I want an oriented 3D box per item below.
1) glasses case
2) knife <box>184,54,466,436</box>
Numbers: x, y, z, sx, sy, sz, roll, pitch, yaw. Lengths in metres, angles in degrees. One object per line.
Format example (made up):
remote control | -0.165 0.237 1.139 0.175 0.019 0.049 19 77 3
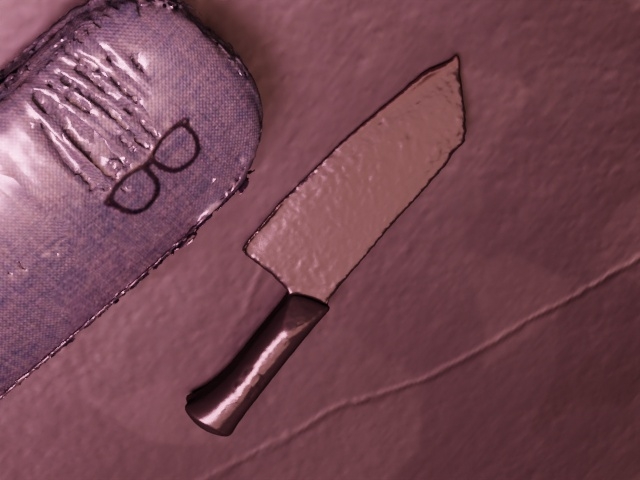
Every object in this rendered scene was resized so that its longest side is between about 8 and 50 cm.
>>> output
glasses case | -0.148 0.003 0.580 0.282 0.067 0.109 -41 118 3
knife | 0.000 0.000 0.654 0.060 0.028 0.230 37 98 -16
